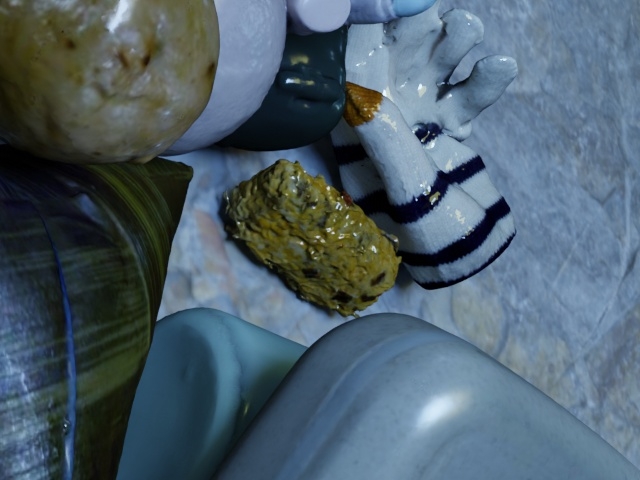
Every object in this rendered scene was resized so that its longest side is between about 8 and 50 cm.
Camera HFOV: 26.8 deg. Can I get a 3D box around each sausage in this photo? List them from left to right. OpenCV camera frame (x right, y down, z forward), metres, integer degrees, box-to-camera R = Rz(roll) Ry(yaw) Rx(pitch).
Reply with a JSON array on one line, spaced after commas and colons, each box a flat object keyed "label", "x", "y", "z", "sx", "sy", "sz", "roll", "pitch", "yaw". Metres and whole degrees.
[{"label": "sausage", "x": -0.251, "y": -0.206, "z": 0.608, "sx": 0.501, "sy": 0.136, "sz": 0.123, "roll": 40, "pitch": 66, "yaw": 5}]

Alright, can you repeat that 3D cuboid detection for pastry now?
[{"label": "pastry", "x": 0.000, "y": 0.000, "z": 0.917, "sx": 0.140, "sy": 0.080, "sz": 0.056, "roll": 32, "pitch": 43, "yaw": -35}]

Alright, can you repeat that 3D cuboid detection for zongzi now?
[{"label": "zongzi", "x": -0.153, "y": 0.134, "z": 0.652, "sx": 0.432, "sy": 0.208, "sz": 0.403, "roll": -4, "pitch": 85, "yaw": -63}]

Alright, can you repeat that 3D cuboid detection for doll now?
[{"label": "doll", "x": -0.027, "y": -0.155, "z": 0.758, "sx": 0.287, "sy": 0.151, "sz": 0.151, "roll": -33, "pitch": 101, "yaw": -29}]

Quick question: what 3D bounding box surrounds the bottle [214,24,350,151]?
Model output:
[{"label": "bottle", "x": -0.042, "y": -0.227, "z": 0.907, "sx": 0.144, "sy": 0.144, "sz": 0.336, "roll": 14, "pitch": 67, "yaw": -43}]

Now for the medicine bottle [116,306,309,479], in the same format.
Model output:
[{"label": "medicine bottle", "x": -0.014, "y": 0.136, "z": 0.807, "sx": 0.225, "sy": 0.139, "sz": 0.139, "roll": 26, "pitch": 58, "yaw": -38}]

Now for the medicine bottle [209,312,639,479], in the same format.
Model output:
[{"label": "medicine bottle", "x": 0.009, "y": 0.233, "z": 0.694, "sx": 0.282, "sy": 0.123, "sz": 0.375, "roll": 37, "pitch": 86, "yaw": -39}]

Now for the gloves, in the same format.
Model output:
[{"label": "gloves", "x": 0.067, "y": -0.080, "z": 0.984, "sx": 0.140, "sy": 0.131, "sz": 0.218, "roll": -32, "pitch": 100, "yaw": -26}]
